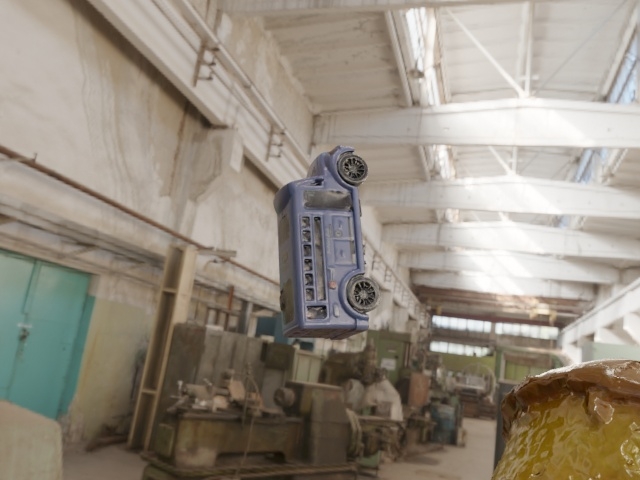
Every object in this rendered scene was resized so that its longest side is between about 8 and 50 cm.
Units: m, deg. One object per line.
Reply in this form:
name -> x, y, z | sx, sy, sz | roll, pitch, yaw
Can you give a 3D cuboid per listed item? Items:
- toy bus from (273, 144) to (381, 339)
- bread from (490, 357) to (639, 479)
toy bus -> 0.000, 0.000, 0.862 | 0.133, 0.292, 0.125 | 3, -18, -20
bread -> 0.302, 0.279, 0.447 | 0.398, 0.215, 0.398 | 33, -32, 23
